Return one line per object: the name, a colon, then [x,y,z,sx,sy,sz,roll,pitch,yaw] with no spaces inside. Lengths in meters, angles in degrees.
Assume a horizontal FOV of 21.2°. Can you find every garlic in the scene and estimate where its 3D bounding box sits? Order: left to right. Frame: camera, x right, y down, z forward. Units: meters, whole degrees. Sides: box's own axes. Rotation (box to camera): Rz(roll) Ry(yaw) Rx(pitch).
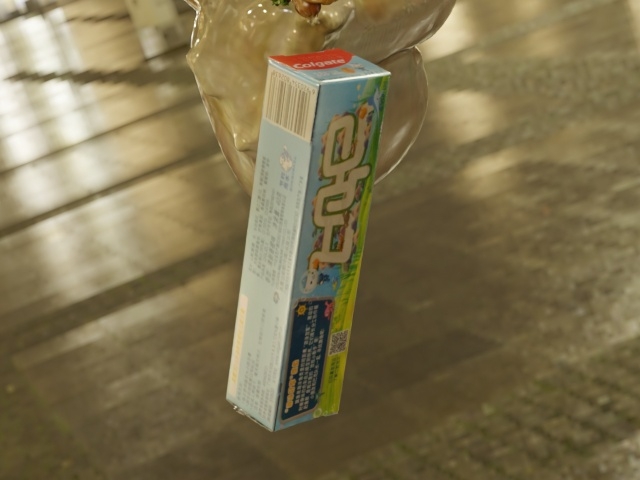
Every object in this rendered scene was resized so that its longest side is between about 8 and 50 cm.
garlic: [-0.042,-0.170,1.137,0.246,0.231,0.340,-12,47,-31]

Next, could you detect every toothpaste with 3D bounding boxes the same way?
toothpaste: [0.000,0.000,0.881,0.070,0.193,0.044,-12,30,-40]

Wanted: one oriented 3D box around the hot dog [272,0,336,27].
hot dog: [-0.030,-0.176,0.917,0.041,0.133,0.056,-28,-1,25]
